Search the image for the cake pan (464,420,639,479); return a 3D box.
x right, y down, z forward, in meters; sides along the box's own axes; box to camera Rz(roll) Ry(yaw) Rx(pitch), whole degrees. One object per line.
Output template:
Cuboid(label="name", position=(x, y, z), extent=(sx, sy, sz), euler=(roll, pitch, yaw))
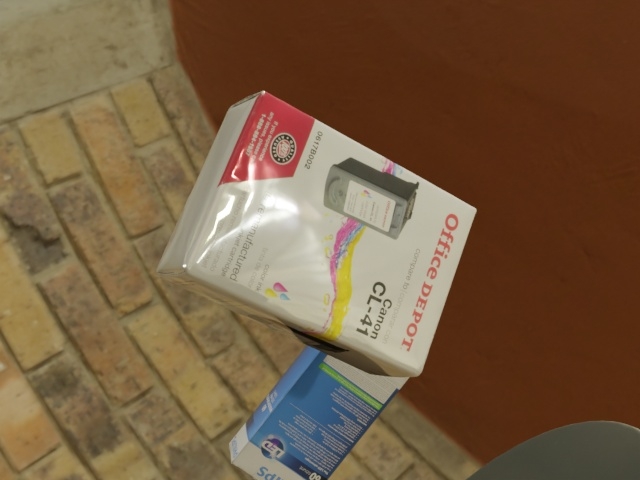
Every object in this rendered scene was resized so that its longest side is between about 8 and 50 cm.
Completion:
Cuboid(label="cake pan", position=(0.117, 0.217, 0.560), extent=(0.054, 0.293, 0.293), euler=(47, -41, -7))

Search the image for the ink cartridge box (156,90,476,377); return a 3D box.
Cuboid(label="ink cartridge box", position=(0.000, 0.000, 1.091), extent=(0.306, 0.226, 0.131), euler=(26, -14, -19))

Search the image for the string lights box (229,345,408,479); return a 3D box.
Cuboid(label="string lights box", position=(-0.002, 0.243, 1.359), extent=(0.133, 0.259, 0.077), euler=(38, 4, -14))
